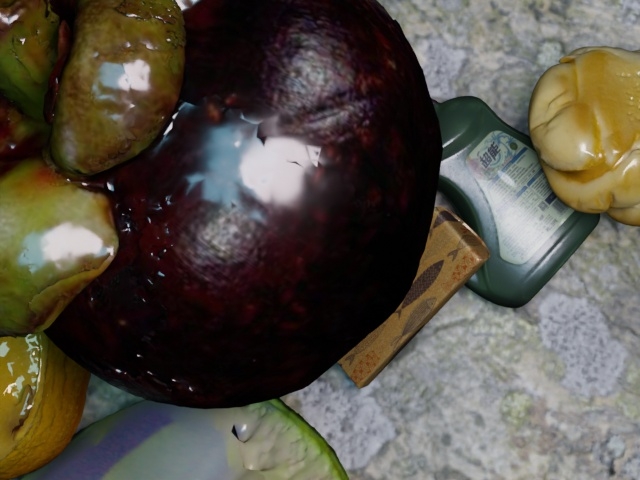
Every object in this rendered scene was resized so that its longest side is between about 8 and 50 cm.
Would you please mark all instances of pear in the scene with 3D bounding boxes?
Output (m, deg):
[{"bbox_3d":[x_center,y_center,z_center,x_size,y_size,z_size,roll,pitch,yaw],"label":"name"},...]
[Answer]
[{"bbox_3d":[-0.107,0.326,1.209,0.398,0.399,0.165,-34,131,-2],"label":"pear"}]

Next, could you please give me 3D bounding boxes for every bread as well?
[{"bbox_3d":[-0.304,0.080,1.282,0.195,0.142,0.270,-10,84,11],"label":"bread"},{"bbox_3d":[0.328,-0.084,1.281,0.311,0.121,0.173,5,54,-8],"label":"bread"}]

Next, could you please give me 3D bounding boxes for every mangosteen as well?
[{"bbox_3d":[-0.096,-0.054,1.132,0.380,0.421,0.381,-2,86,25],"label":"mangosteen"}]

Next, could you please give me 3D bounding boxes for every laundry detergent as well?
[{"bbox_3d":[0.133,-0.051,1.321,0.221,0.078,0.144,41,86,2],"label":"laundry detergent"}]

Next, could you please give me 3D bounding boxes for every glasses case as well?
[{"bbox_3d":[0.074,0.051,1.301,0.065,0.041,0.170,49,114,17],"label":"glasses case"}]
